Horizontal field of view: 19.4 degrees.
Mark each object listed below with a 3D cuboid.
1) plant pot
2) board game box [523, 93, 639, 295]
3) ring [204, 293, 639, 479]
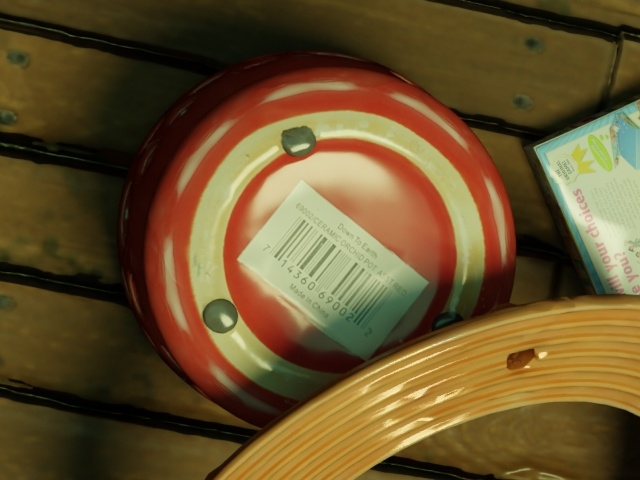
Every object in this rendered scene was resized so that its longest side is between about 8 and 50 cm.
[{"bbox_3d":[0.000,0.000,0.899,0.191,0.174,0.191,0,92,-9],"label":"plant pot"},{"bbox_3d":[0.186,-0.001,0.993,0.103,0.026,0.154,-24,96,-5],"label":"board game box"},{"bbox_3d":[0.065,0.143,0.888,0.337,0.032,0.336,-14,137,-14],"label":"ring"}]
